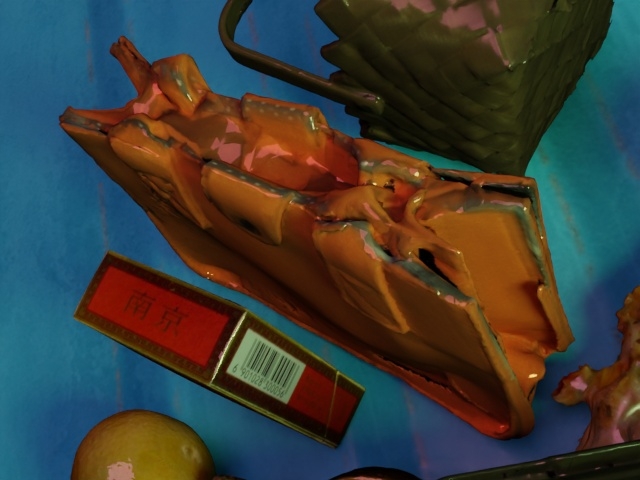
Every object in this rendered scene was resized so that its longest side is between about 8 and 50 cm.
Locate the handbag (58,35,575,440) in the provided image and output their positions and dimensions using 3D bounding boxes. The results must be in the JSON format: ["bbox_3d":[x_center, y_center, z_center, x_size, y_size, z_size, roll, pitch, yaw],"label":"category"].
[{"bbox_3d":[0.000,0.000,0.721,0.410,0.303,0.116,25,73,33],"label":"handbag"}]

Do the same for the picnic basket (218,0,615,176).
[{"bbox_3d":[0.090,-0.226,0.792,0.321,0.291,0.254,25,80,21],"label":"picnic basket"}]

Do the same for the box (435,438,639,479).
[{"bbox_3d":[0.223,0.246,0.500,0.329,0.178,0.252,-11,78,0],"label":"box"}]

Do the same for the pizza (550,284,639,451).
[{"bbox_3d":[0.273,0.137,0.660,0.189,0.071,0.297,22,77,33],"label":"pizza"}]

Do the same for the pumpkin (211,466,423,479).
[{"bbox_3d":[-0.026,0.287,0.694,0.317,0.139,0.222,-30,59,11],"label":"pumpkin"}]

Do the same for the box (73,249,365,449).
[{"bbox_3d":[-0.076,0.100,0.745,0.153,0.240,0.074,15,74,31],"label":"box"}]

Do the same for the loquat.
[{"bbox_3d":[-0.163,0.226,0.796,0.141,0.141,0.141,-11,62,21],"label":"loquat"}]
